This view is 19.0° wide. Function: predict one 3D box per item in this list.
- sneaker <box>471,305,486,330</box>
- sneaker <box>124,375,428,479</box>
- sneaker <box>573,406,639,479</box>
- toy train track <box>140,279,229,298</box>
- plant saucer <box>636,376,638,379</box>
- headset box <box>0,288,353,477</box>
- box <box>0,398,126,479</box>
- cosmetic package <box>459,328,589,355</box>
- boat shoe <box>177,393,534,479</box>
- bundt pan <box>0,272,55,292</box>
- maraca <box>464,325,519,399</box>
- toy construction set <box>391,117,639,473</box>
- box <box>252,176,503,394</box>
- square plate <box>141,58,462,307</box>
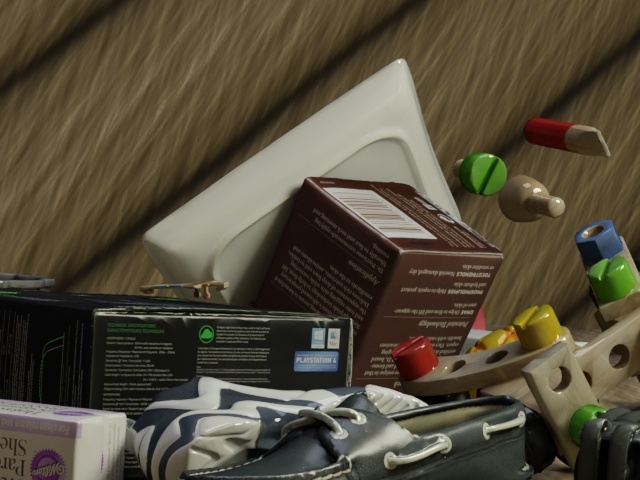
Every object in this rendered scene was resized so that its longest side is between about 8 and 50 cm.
[{"bbox_3d":[0.111,0.115,2.547,0.116,0.136,0.313,2,0,41],"label":"sneaker"},{"bbox_3d":[-0.037,0.139,1.365,0.235,0.094,0.153,-9,16,-33],"label":"sneaker"},{"bbox_3d":[0.228,0.157,1.206,0.146,0.105,0.296,1,-6,13],"label":"sneaker"},{"bbox_3d":[-0.118,0.044,1.665,0.083,0.014,0.048,-2,4,25],"label":"toy train track"},{"bbox_3d":[0.474,0.183,2.221,0.188,0.045,0.188,3,1,-4],"label":"plant saucer"},{"bbox_3d":[-0.155,0.113,1.578,0.246,0.131,0.283,4,0,-36],"label":"headset box"},{"bbox_3d":[-0.290,0.141,1.363,0.324,0.067,0.063,4,2,27],"label":"box"},{"bbox_3d":[0.200,0.149,2.258,0.117,0.086,0.231,2,0,-39],"label":"cosmetic package"},{"bbox_3d":[0.021,0.145,1.249,0.114,0.091,0.302,3,0,43],"label":"boat shoe"},{"bbox_3d":[-0.465,0.094,2.136,0.330,0.124,0.331,3,1,0],"label":"bundt pan"},{"bbox_3d":[0.187,0.148,2.015,0.185,0.099,0.127,-23,-18,20],"label":"maraca"},{"bbox_3d":[0.206,0.063,1.528,0.257,0.309,0.237,-5,8,-17],"label":"toy construction set"},{"bbox_3d":[0.054,0.059,2.047,0.167,0.203,0.168,2,28,-45],"label":"box"},{"bbox_3d":[0.000,0.000,2.148,0.049,0.344,0.347,50,-9,34],"label":"square plate"}]
